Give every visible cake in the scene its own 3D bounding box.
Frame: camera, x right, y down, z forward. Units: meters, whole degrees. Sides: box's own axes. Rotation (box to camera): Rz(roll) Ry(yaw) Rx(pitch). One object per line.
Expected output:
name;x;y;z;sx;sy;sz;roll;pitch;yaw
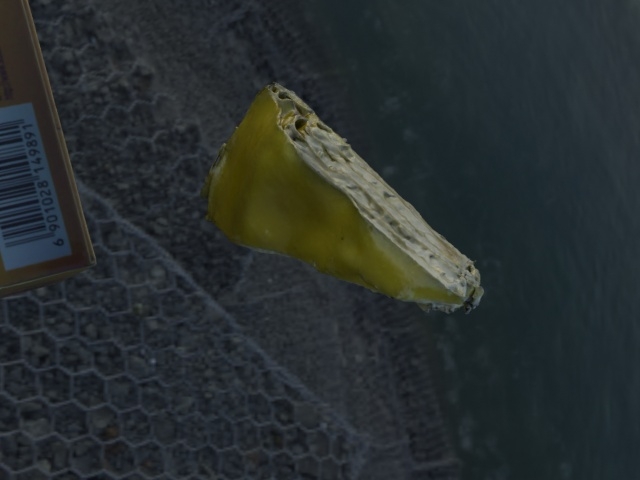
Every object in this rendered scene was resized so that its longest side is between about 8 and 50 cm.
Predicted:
cake;-0.001;0.001;0.645;0.185;0.116;0.080;46;26;-2

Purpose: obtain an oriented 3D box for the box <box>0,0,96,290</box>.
box;-0.371;-0.147;1.168;0.116;0.264;0.415;-15;90;-21
